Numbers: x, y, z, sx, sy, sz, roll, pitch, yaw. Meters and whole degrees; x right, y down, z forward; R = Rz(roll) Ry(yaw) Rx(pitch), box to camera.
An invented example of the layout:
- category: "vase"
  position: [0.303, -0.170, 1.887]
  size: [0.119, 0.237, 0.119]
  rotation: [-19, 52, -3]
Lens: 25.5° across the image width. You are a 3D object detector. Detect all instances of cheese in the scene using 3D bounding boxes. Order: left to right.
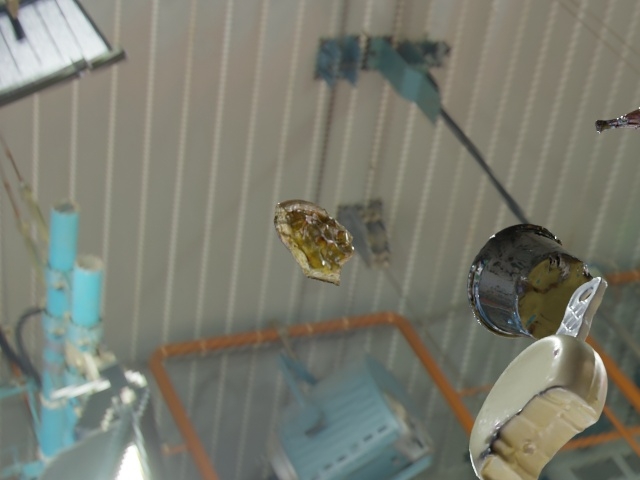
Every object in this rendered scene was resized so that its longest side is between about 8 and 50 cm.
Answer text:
- category: "cheese"
  position: [0.234, 0.147, 1.491]
  size: [0.071, 0.249, 0.163]
  rotation: [39, -56, -11]

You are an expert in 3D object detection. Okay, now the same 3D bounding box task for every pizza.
- category: "pizza"
  position: [0.001, 0.000, 1.646]
  size: [0.035, 0.099, 0.160]
  rotation: [-32, -28, 24]

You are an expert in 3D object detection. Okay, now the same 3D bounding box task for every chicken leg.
- category: "chicken leg"
  position: [0.453, -0.164, 1.942]
  size: [0.145, 0.037, 0.062]
  rotation: [3, -27, -8]

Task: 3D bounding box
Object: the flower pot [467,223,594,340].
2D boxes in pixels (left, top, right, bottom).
- category: "flower pot"
  position: [0.285, 0.064, 1.848]
  size: [0.157, 0.107, 0.157]
  rotation: [-5, -76, -23]
